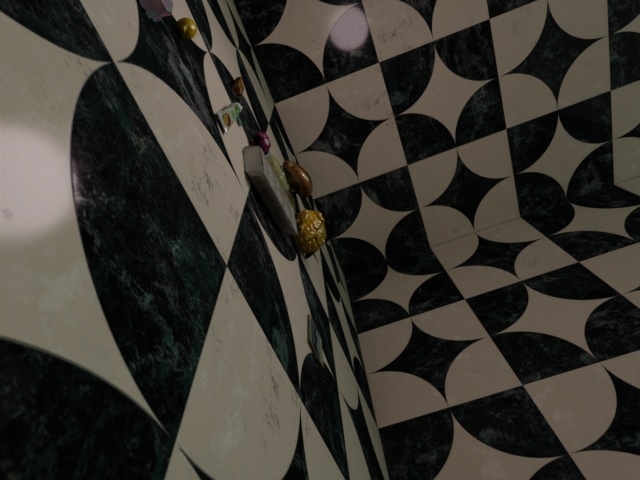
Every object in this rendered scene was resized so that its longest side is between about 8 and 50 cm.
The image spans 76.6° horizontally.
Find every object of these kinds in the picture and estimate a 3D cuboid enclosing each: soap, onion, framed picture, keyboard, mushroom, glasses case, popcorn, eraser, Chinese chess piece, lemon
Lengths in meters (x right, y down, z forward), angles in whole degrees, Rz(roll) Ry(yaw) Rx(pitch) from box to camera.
[{"bbox_3d":[-0.457,-0.668,1.117,0.100,0.057,0.148,60,11,-47],"label":"soap"},{"bbox_3d":[-0.280,-0.444,1.876,0.105,0.115,0.115,0,62,-36],"label":"onion"},{"bbox_3d":[-0.022,0.422,1.712,0.203,0.015,0.150,-94,163,-69],"label":"framed picture"},{"bbox_3d":[0.000,0.000,2.240,0.016,0.262,0.106,32,31,-27],"label":"keyboard"},{"bbox_3d":[-0.146,-0.386,2.538,0.278,0.146,0.278,53,-13,18],"label":"mushroom"},{"bbox_3d":[-0.402,-0.747,1.977,0.169,0.041,0.064,-102,-178,-57],"label":"glasses case"},{"bbox_3d":[-0.063,-0.053,2.143,0.250,0.190,0.249,171,-90,-89],"label":"popcorn"},{"bbox_3d":[-0.209,-0.206,1.747,0.396,0.082,0.212,64,9,-47],"label":"eraser"},{"bbox_3d":[-0.212,-0.310,1.916,0.188,0.083,0.188,63,-3,6],"label":"Chinese chess piece"},{"bbox_3d":[-0.440,-0.697,1.333,0.092,0.065,0.065,-84,155,-63],"label":"lemon"}]

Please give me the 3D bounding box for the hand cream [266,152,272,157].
[{"bbox_3d":[-0.280,-0.446,2.132,0.174,0.047,0.076,48,22,-52],"label":"hand cream"}]

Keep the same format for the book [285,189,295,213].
[{"bbox_3d":[-0.191,-0.268,2.409,0.230,0.027,0.161,-101,169,-59],"label":"book"}]

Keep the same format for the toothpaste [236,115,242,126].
[{"bbox_3d":[-0.362,-0.535,1.753,0.020,0.017,0.083,-93,162,-73],"label":"toothpaste"}]

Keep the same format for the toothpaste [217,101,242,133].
[{"bbox_3d":[-0.351,-0.486,1.563,0.058,0.055,0.314,26,25,-15],"label":"toothpaste"}]
